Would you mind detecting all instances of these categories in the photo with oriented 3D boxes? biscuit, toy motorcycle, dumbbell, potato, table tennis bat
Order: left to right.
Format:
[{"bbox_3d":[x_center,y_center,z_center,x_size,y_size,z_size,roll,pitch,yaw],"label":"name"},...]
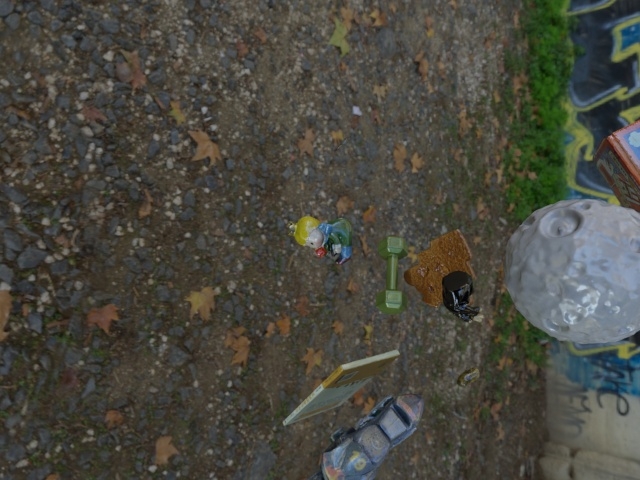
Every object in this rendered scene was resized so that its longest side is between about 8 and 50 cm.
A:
[{"bbox_3d":[0.096,-0.427,1.940,0.013,0.156,0.087,44,91,-9],"label":"table tennis bat"},{"bbox_3d":[0.074,0.394,0.818,0.307,0.173,0.108,-22,65,-44],"label":"toy motorcycle"},{"bbox_3d":[0.275,0.129,1.686,0.108,0.121,0.302,91,6,-60],"label":"dumbbell"},{"bbox_3d":[0.464,0.103,1.634,0.043,0.283,0.307,2,110,-55],"label":"biscuit"},{"bbox_3d":[0.466,0.430,1.387,0.083,0.040,0.051,-32,162,-13],"label":"potato"}]

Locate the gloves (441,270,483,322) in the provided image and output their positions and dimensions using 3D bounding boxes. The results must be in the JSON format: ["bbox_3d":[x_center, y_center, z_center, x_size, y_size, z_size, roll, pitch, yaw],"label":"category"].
[{"bbox_3d":[0.456,0.196,1.410,0.164,0.124,0.204,-55,137,-48],"label":"gloves"}]

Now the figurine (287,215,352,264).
[{"bbox_3d":[-0.004,0.002,1.628,0.233,0.127,0.186,-4,101,-16],"label":"figurine"}]

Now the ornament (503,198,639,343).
[{"bbox_3d":[0.592,0.063,1.010,0.337,0.336,0.338,1,88,-52],"label":"ornament"}]

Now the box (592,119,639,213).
[{"bbox_3d":[1.037,-0.186,1.302,0.318,0.256,0.349,11,53,-65],"label":"box"}]

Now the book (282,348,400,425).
[{"bbox_3d":[0.051,0.380,1.131,0.207,0.295,0.020,-1,49,-42],"label":"book"}]
